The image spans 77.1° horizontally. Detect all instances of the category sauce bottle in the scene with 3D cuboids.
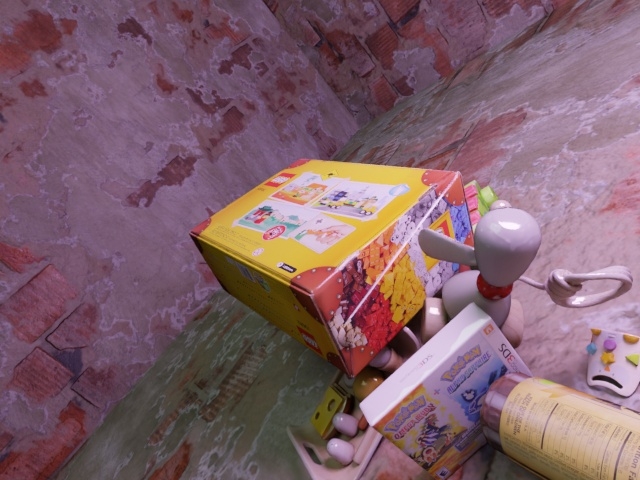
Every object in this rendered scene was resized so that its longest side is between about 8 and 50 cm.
[{"bbox_3d":[0.318,0.225,0.377,0.111,0.111,0.344,-48,20,-17],"label":"sauce bottle"}]

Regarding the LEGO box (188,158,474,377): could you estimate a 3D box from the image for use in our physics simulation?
[{"bbox_3d":[0.000,0.000,0.871,0.372,0.193,0.500,-38,32,-25],"label":"LEGO box"}]

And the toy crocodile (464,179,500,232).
[{"bbox_3d":[0.362,-0.060,0.954,0.115,0.105,0.341,-32,20,31],"label":"toy crocodile"}]

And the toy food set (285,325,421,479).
[{"bbox_3d":[0.048,0.283,0.782,0.306,0.092,0.219,-58,20,-9],"label":"toy food set"}]

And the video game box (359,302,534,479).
[{"bbox_3d":[0.186,0.215,0.551,0.205,0.187,0.048,-43,24,1],"label":"video game box"}]

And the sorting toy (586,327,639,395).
[{"bbox_3d":[0.381,0.159,0.522,0.083,0.044,0.075,-3,62,64],"label":"sorting toy"}]

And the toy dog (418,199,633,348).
[{"bbox_3d":[0.248,0.045,0.609,0.334,0.220,0.161,114,166,-54],"label":"toy dog"}]
